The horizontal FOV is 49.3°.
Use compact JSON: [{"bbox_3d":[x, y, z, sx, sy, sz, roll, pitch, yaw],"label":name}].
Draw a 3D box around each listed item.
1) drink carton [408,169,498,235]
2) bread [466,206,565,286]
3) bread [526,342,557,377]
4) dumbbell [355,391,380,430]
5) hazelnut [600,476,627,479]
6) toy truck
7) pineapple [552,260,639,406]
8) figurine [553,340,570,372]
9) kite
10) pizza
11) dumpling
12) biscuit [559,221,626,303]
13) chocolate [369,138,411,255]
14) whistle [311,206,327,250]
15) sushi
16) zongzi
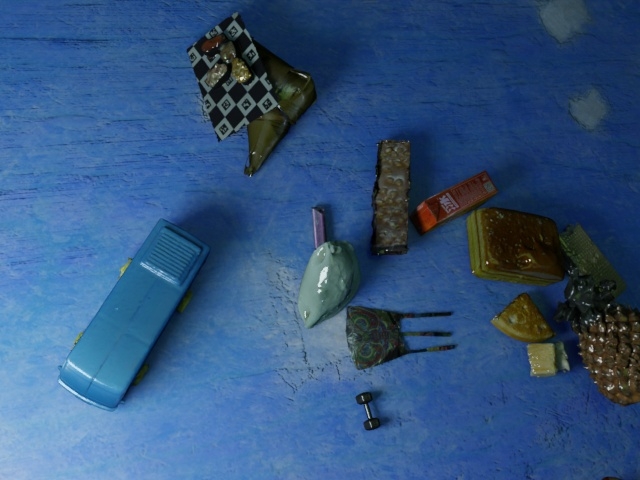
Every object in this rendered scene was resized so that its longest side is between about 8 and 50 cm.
[{"bbox_3d":[0.344,-0.097,1.797,0.222,0.096,0.071,-25,79,-26],"label":"drink carton"},{"bbox_3d":[0.504,0.016,1.799,0.234,0.110,0.184,6,66,-16],"label":"bread"},{"bbox_3d":[0.552,0.296,1.731,0.070,0.035,0.083,-8,68,15],"label":"bread"},{"bbox_3d":[0.106,0.380,1.554,0.035,0.040,0.083,-19,73,6],"label":"dumbbell"},{"bbox_3d":[0.695,0.627,1.615,0.150,0.150,0.150,7,67,-16],"label":"hazelnut"},{"bbox_3d":[-0.374,0.146,1.412,0.161,0.162,0.385,32,63,-6],"label":"toy truck"},{"bbox_3d":[0.710,0.220,1.745,0.222,0.223,0.357,-29,74,-27],"label":"pineapple"},{"bbox_3d":[0.593,0.296,1.756,0.050,0.047,0.083,-4,65,-9],"label":"figurine"},{"bbox_3d":[0.196,0.221,1.661,0.285,0.015,0.152,-2,70,-20],"label":"kite"},{"bbox_3d":[0.509,0.195,1.766,0.178,0.041,0.131,3,65,-16],"label":"pizza"},{"bbox_3d":[0.030,0.105,1.589,0.149,0.105,0.217,18,98,-14],"label":"dumpling"},{"bbox_3d":[0.717,0.066,1.880,0.108,0.062,0.239,-32,81,-27],"label":"biscuit"},{"bbox_3d":[0.182,-0.107,1.762,0.102,0.065,0.330,-1,66,15],"label":"chocolate"},{"bbox_3d":[0.000,0.000,1.675,0.033,0.033,0.177,3,68,-18],"label":"whistle"},{"bbox_3d":[-0.229,-0.405,1.680,0.043,0.192,0.280,8,58,-61],"label":"sushi"},{"bbox_3d":[-0.180,-0.335,1.722,0.260,0.123,0.289,37,84,14],"label":"zongzi"}]
